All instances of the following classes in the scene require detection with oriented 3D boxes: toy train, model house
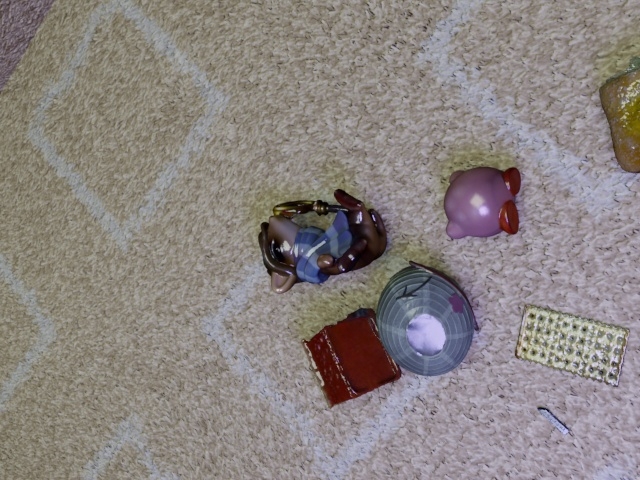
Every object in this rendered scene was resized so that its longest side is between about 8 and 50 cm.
[{"bbox_3d":[0.538,0.414,1.548,0.083,0.017,0.017,44,105,19],"label":"toy train"},{"bbox_3d":[0.052,0.310,1.698,0.254,0.160,0.195,-43,69,53],"label":"model house"}]

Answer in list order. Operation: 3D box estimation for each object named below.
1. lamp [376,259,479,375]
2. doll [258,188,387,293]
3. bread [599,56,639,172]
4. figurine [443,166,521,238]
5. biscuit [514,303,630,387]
[{"bbox_3d":[0.244,0.184,1.581,0.233,0.233,0.265,-35,99,22],"label":"lamp"},{"bbox_3d":[-0.001,-0.004,1.683,0.340,0.318,0.209,-14,114,31],"label":"doll"},{"bbox_3d":[0.695,-0.273,1.390,0.196,0.176,0.246,-17,82,23],"label":"bread"},{"bbox_3d":[0.369,-0.087,1.552,0.173,0.173,0.173,0,89,26],"label":"figurine"},{"bbox_3d":[0.572,0.239,1.533,0.232,0.016,0.139,13,95,26],"label":"biscuit"}]
